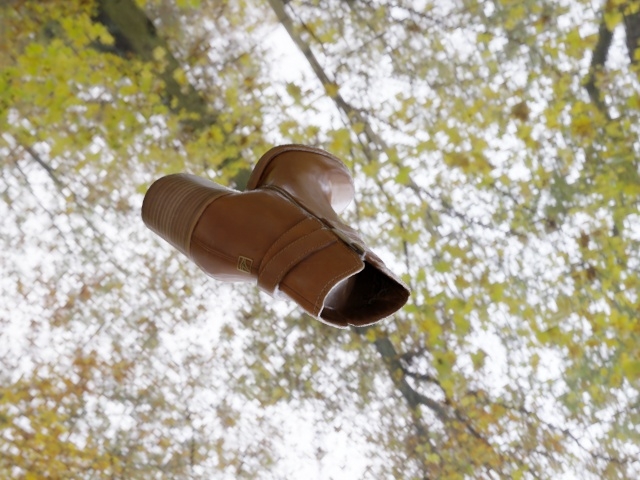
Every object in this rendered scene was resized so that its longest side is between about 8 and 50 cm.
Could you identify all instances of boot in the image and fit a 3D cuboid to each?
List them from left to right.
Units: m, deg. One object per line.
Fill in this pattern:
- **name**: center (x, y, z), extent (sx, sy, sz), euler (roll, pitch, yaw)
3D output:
- **boot**: center (0.000, 0.000, 0.645), extent (0.152, 0.073, 0.197), euler (27, -153, 32)
